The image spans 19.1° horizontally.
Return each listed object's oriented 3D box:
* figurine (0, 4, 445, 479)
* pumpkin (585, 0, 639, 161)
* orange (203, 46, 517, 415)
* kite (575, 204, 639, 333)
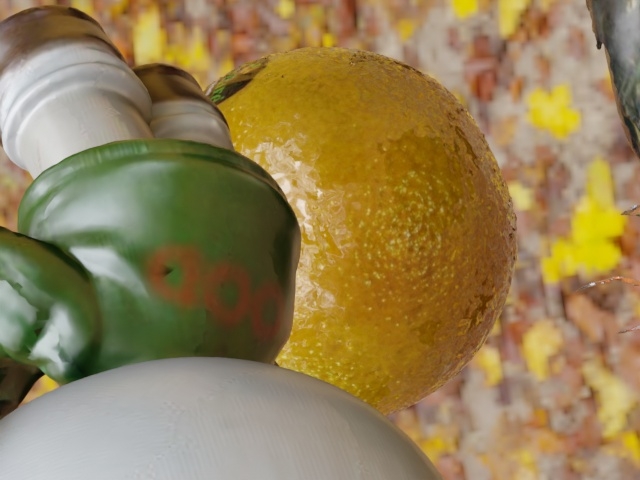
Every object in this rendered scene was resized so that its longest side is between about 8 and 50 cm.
[{"bbox_3d":[-0.047,0.071,0.624,0.167,0.281,0.370,-39,44,22],"label":"figurine"},{"bbox_3d":[0.367,-0.171,1.077,0.454,0.344,0.454,-8,78,44],"label":"pumpkin"},{"bbox_3d":[0.000,0.000,1.325,0.274,0.274,0.274,20,113,57],"label":"orange"},{"bbox_3d":[0.203,-0.007,0.895,0.006,0.198,0.244,62,161,-13],"label":"kite"}]
